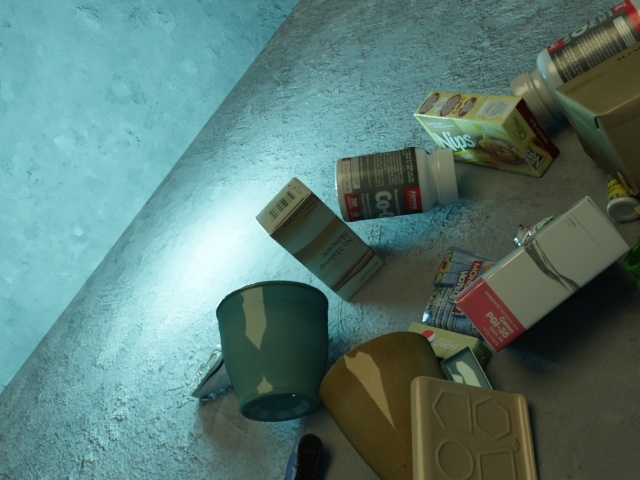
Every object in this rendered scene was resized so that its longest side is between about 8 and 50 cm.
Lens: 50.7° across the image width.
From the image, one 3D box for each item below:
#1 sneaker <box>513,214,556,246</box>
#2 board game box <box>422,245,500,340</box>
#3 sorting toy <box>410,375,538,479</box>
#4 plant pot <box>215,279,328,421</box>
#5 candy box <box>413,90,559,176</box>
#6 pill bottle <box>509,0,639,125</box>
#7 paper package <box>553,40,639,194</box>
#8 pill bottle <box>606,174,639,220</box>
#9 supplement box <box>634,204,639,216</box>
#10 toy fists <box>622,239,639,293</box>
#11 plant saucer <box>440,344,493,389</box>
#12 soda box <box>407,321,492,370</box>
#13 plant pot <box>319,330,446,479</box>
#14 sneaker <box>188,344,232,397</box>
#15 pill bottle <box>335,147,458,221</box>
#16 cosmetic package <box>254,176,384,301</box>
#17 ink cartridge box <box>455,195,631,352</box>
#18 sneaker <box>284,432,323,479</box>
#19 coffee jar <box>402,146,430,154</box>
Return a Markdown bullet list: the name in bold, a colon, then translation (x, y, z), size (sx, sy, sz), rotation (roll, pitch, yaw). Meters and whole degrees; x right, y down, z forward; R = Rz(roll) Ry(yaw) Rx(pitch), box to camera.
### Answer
- **sneaker**: translation (0.443, -0.024, 1.414), size (0.098, 0.038, 0.069), rotation (-45, 32, 3)
- **board game box**: translation (0.320, 0.105, 1.398), size (0.194, 0.060, 0.194), rotation (-1, 53, 51)
- **sorting toy**: translation (0.249, 0.331, 1.114), size (0.038, 0.208, 0.193), rotation (113, 164, -52)
- **plant pot**: translation (-0.100, 0.269, 1.557), size (0.272, 0.272, 0.255), rotation (-29, 51, 28)
- **candy box**: translation (0.386, -0.259, 1.608), size (0.087, 0.183, 0.316), rotation (-51, 31, -8)
- **pill bottle**: translation (0.596, -0.384, 1.501), size (0.319, 0.176, 0.176), rotation (-29, 36, 27)
- **paper package**: translation (0.641, -0.267, 1.232), size (0.325, 0.168, 0.309), rotation (-30, 16, 15)
- **pill bottle**: translation (0.587, -0.099, 1.299), size (0.065, 0.065, 0.116), rotation (-17, 42, 40)
- **supplement box**: translation (0.675, -0.089, 1.171), size (0.233, 0.078, 0.080), rotation (-39, 32, 11)
- **toy fists**: translation (0.619, -0.002, 1.084), size (0.279, 0.142, 0.096), rotation (-48, 2, -3)
- **plant saucer**: translation (0.286, 0.287, 1.217), size (0.067, 0.018, 0.192), rotation (-36, 53, 18)
- **soda box**: translation (0.250, 0.218, 1.358), size (0.181, 0.058, 0.061), rotation (8, 60, 54)
- **plant pot**: translation (0.153, 0.338, 1.215), size (0.237, 0.237, 0.254), rotation (-40, 48, 12)
- **sneaker**: translation (-0.281, 0.370, 1.815), size (0.235, 0.095, 0.090), rotation (-45, 30, 43)
- **pill bottle**: translation (0.187, -0.139, 1.652), size (0.283, 0.161, 0.161), rotation (-7, 42, 9)
- **cosmetic package**: translation (0.000, 0.000, 1.678), size (0.153, 0.296, 0.129), rotation (-48, 32, 2)
- **ink cartridge box**: translation (0.387, 0.061, 1.209), size (0.283, 0.117, 0.207), rotation (-40, -10, 9)
- **sneaker**: translation (-0.045, 0.506, 1.402), size (0.082, 0.069, 0.209), rotation (122, 166, -66)
- **coffee jar**: translation (0.221, -0.158, 1.797), size (0.096, 0.079, 0.184), rotation (7, 60, 53)
